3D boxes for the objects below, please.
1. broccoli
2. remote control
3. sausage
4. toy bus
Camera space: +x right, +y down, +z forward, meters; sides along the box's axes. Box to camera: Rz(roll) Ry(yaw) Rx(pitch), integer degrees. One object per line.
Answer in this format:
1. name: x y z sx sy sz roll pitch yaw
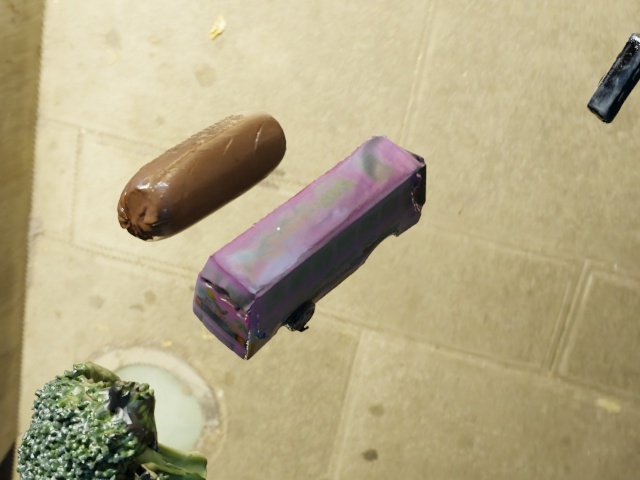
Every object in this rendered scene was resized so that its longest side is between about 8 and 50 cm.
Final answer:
1. broccoli: -0.344 0.351 1.573 0.318 0.338 0.277 24 77 1
2. remote control: 0.312 -0.170 1.036 0.039 0.014 0.096 49 123 34
3. sausage: -0.180 -0.100 1.519 0.121 0.304 0.121 24 133 29
4. toy bus: 0.000 0.000 0.999 0.090 0.274 0.112 39 147 19
